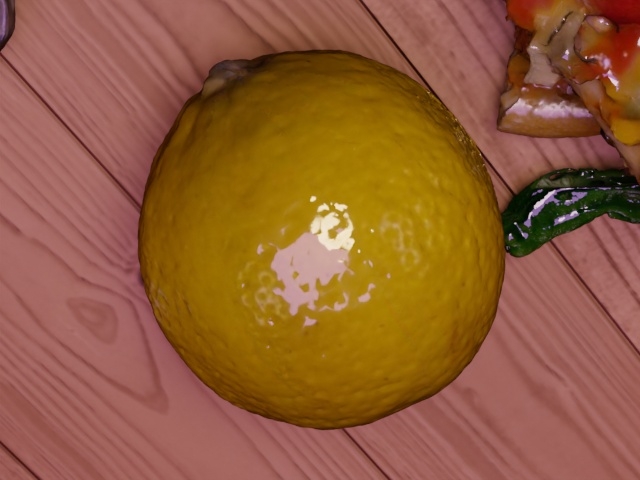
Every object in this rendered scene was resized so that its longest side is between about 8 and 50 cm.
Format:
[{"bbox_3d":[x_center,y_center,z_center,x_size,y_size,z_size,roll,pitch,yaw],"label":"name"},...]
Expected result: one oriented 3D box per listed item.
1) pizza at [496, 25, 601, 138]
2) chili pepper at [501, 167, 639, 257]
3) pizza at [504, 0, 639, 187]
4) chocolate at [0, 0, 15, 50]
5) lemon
[{"bbox_3d":[0.250,-0.206,1.033,0.335,0.086,0.226,-33,110,16],"label":"pizza"},{"bbox_3d":[0.231,-0.024,1.133,0.182,0.050,0.073,0,107,-3],"label":"chili pepper"},{"bbox_3d":[0.191,-0.241,0.927,0.406,0.130,0.440,20,91,5],"label":"pizza"},{"bbox_3d":[-0.311,-0.239,1.017,0.156,0.080,0.254,-10,114,15],"label":"chocolate"},{"bbox_3d":[0.001,0.001,1.024,0.293,0.293,0.293,0,114,0],"label":"lemon"}]
